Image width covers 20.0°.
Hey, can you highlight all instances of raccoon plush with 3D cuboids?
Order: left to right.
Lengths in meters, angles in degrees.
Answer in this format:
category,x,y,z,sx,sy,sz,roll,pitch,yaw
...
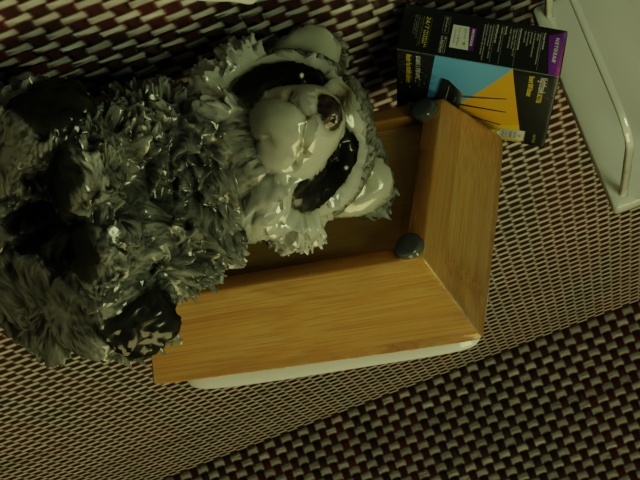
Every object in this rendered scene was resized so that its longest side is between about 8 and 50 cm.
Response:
category,x,y,z,sx,sy,sz,roll,pitch,yaw
raccoon plush,-0.159,-0.059,1.425,0.446,0.216,0.299,6,-157,45

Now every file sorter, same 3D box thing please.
category,x,y,z,sx,sy,sz,roll,pitch,yaw
file sorter,0.333,-0.178,1.458,0.278,0.193,0.173,-20,163,2

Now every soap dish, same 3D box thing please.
category,x,y,z,sx,sy,sz,roll,pitch,yaw
soap dish,0.000,0.000,1.519,0.291,0.229,0.118,-9,134,21

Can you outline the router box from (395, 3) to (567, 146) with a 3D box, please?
category,x,y,z,sx,sy,sz,roll,pitch,yaw
router box,0.131,-0.136,1.515,0.133,0.046,0.179,10,166,6

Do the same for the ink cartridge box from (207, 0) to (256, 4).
category,x,y,z,sx,sy,sz,roll,pitch,yaw
ink cartridge box,-0.022,-0.239,0.928,0.197,0.114,0.273,-4,158,-48
